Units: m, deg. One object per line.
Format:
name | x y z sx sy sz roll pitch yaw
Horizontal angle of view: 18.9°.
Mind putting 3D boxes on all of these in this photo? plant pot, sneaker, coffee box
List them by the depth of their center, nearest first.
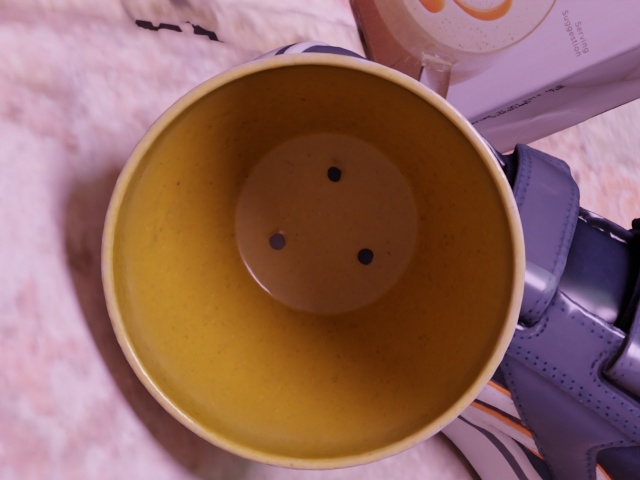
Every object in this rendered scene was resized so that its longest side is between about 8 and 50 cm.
plant pot | 0.000 0.000 0.652 0.134 0.134 0.095 64 7 -7
sneaker | 0.099 0.031 0.774 0.321 0.127 0.126 49 37 -26
coffee box | 0.078 -0.176 0.853 0.098 0.141 0.246 0 72 -57
